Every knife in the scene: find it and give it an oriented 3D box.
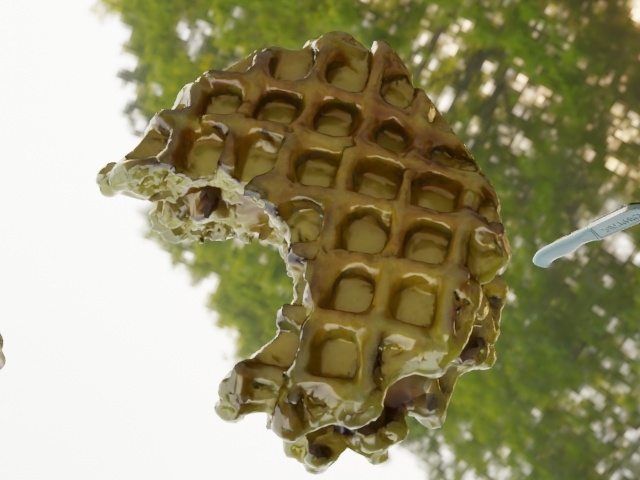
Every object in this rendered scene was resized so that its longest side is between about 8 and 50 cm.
[{"bbox_3d":[0.313,-0.008,1.628,0.028,0.210,0.015,41,-124,-11],"label":"knife"}]

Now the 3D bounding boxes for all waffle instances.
[{"bbox_3d":[0.000,0.000,1.078,0.261,0.151,0.324,-29,-113,-4],"label":"waffle"}]

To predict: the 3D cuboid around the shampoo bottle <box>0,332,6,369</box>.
[{"bbox_3d":[-0.312,0.051,1.195,0.074,0.192,0.074,-5,-134,6],"label":"shampoo bottle"}]
